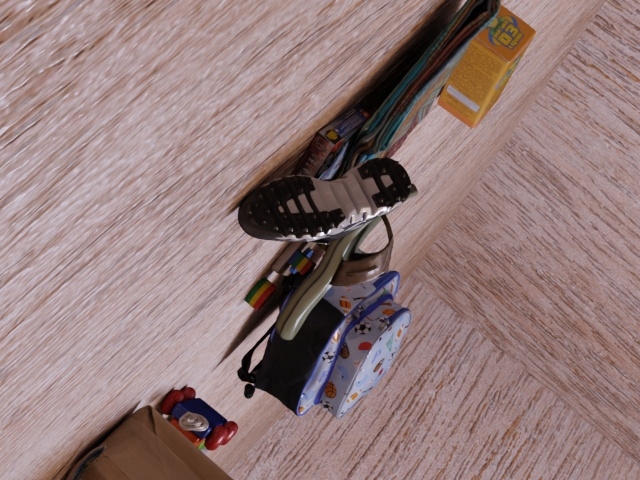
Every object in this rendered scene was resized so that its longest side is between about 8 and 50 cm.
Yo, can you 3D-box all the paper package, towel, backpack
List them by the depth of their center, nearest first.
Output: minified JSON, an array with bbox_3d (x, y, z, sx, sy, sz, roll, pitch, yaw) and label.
[{"bbox_3d":[0.108,-0.158,1.793,0.271,0.040,0.370,-51,176,-18],"label":"towel"},{"bbox_3d":[-0.232,0.445,1.860,0.325,0.309,0.168,-55,169,32],"label":"paper package"},{"bbox_3d":[0.030,0.139,2.248,0.263,0.213,0.276,-50,171,-51],"label":"backpack"}]

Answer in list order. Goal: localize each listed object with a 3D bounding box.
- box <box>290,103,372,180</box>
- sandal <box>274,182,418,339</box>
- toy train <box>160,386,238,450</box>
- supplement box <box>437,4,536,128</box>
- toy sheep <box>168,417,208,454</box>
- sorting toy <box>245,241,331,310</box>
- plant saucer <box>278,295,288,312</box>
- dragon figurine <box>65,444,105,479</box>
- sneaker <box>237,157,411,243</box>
[{"bbox_3d":[0.001,-0.093,1.640,0.094,0.027,0.137,-40,168,-48],"label":"box"},{"bbox_3d":[0.049,0.036,1.972,0.302,0.086,0.120,-53,171,20],"label":"sandal"},{"bbox_3d":[-0.217,0.304,2.015,0.143,0.105,0.248,-53,173,2],"label":"toy train"},{"bbox_3d":[0.248,-0.260,2.081,0.078,0.080,0.233,-50,171,-19],"label":"supplement box"},{"bbox_3d":[-0.217,0.320,2.211,0.132,0.091,0.091,-33,177,13],"label":"toy sheep"},{"bbox_3d":[0.000,0.000,2.034,0.274,0.046,0.132,-50,173,1],"label":"sorting toy"},{"bbox_3d":[-0.047,0.094,2.346,0.083,0.015,0.083,-49,172,-9],"label":"plant saucer"},{"bbox_3d":[-0.330,0.396,1.678,0.289,0.144,0.085,-46,172,-25],"label":"dragon figurine"},{"bbox_3d":[-0.007,-0.030,1.567,0.234,0.078,0.106,-16,165,-39],"label":"sneaker"}]
